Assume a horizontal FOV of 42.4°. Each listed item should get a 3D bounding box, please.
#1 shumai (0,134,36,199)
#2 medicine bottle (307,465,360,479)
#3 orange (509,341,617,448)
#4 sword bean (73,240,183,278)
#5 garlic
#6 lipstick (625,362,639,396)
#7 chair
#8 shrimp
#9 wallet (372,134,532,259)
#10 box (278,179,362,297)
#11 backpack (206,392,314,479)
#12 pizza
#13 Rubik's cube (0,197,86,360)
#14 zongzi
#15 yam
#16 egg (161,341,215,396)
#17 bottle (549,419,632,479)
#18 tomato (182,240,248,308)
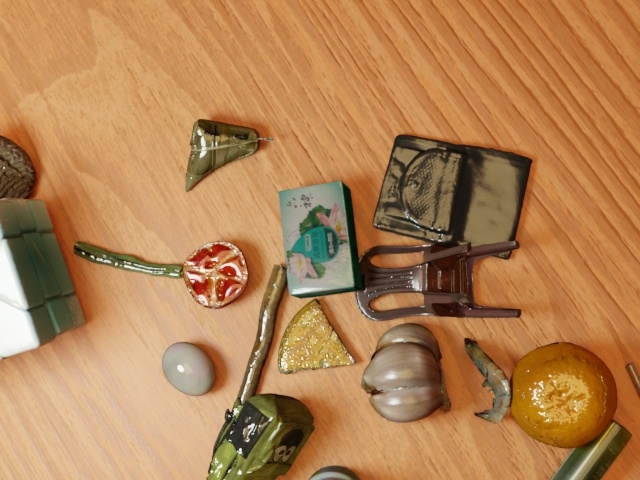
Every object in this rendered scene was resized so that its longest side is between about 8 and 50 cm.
[{"bbox_3d":[-0.784,-0.160,1.917,0.175,0.206,0.166,9,68,28],"label":"shumai"},{"bbox_3d":[0.025,0.544,1.702,0.139,0.225,0.139,-1,80,3],"label":"medicine bottle"},{"bbox_3d":[0.502,0.322,1.717,0.219,0.193,0.219,-3,67,7],"label":"orange"},{"bbox_3d":[-0.444,0.049,1.919,0.269,0.038,0.043,12,107,7],"label":"sword bean"},{"bbox_3d":[0.182,0.284,1.766,0.191,0.160,0.214,-4,83,-1],"label":"garlic"},{"bbox_3d":[0.691,0.313,1.790,0.019,0.019,0.094,-23,80,1],"label":"lipstick"},{"bbox_3d":[0.252,0.091,1.816,0.326,0.183,0.175,-8,77,49],"label":"chair"},{"bbox_3d":[0.349,0.311,1.791,0.035,0.148,0.195,-7,35,-20],"label":"shrimp"},{"bbox_3d":[0.301,-0.109,1.884,0.323,0.041,0.247,14,83,5],"label":"wallet"},{"bbox_3d":[0.000,0.000,1.851,0.153,0.092,0.245,-10,80,13],"label":"box"},{"bbox_3d":[-0.139,0.438,1.749,0.140,0.207,0.253,35,94,31],"label":"backpack"},{"bbox_3d":[0.001,0.228,1.853,0.176,0.036,0.185,14,80,5],"label":"pizza"},{"bbox_3d":[-0.737,0.105,1.765,0.319,0.316,0.322,-18,91,2],"label":"Rubik's cube"},{"bbox_3d":[-0.217,-0.184,1.934,0.189,0.081,0.178,9,103,-8],"label":"zongzi"},{"bbox_3d":[-0.131,0.215,1.861,0.045,0.045,0.327,12,81,29],"label":"yam"},{"bbox_3d":[-0.292,0.285,1.832,0.135,0.103,0.103,44,87,8],"label":"egg"},{"bbox_3d":[0.541,0.501,1.739,0.082,0.082,0.286,38,86,9],"label":"bottle"},{"bbox_3d":[-0.230,0.078,1.878,0.155,0.069,0.155,-1,80,8],"label":"tomato"}]
